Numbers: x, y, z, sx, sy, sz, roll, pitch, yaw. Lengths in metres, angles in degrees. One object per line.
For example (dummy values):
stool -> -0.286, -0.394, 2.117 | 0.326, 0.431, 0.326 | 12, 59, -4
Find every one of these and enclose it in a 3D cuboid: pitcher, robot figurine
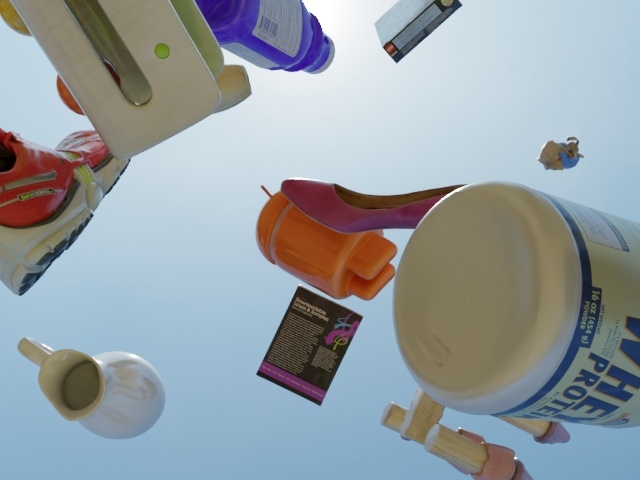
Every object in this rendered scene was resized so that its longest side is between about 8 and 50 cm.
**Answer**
pitcher -> -0.325, 0.202, 1.276 | 0.178, 0.207, 0.125 | 33, -95, 24
robot figurine -> 0.000, -0.002, 1.241 | 0.219, 0.158, 0.128 | 27, -91, 26

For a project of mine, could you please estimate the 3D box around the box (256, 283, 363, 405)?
box -> -0.016, 0.166, 1.419 | 0.116, 0.029, 0.162 | 26, -84, 3

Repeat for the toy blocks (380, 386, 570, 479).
toy blocks -> 0.285, 0.240, 1.398 | 0.260, 0.309, 0.288 | 26, -100, -11

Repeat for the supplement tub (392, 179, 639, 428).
supplement tub -> 0.266, 0.079, 0.956 | 0.235, 0.325, 0.235 | -23, -119, 51

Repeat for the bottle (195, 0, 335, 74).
bottle -> -0.068, -0.297, 1.228 | 0.092, 0.283, 0.118 | -2, -96, 26

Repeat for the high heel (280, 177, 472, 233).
high heel -> 0.078, -0.057, 1.099 | 0.244, 0.117, 0.082 | 23, -156, -1

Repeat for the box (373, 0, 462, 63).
box -> 0.182, -0.435, 1.720 | 0.159, 0.044, 0.233 | -41, -161, 15

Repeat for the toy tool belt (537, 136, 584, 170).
toy tool belt -> 0.392, -0.132, 1.420 | 0.083, 0.052, 0.051 | -13, -134, -32

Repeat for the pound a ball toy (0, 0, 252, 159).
pound a ball toy -> -0.188, -0.207, 0.757 | 0.136, 0.319, 0.208 | -26, -155, 8

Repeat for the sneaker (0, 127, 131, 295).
sneaker -> -0.251, -0.062, 0.791 | 0.107, 0.118, 0.279 | -43, -163, 12
